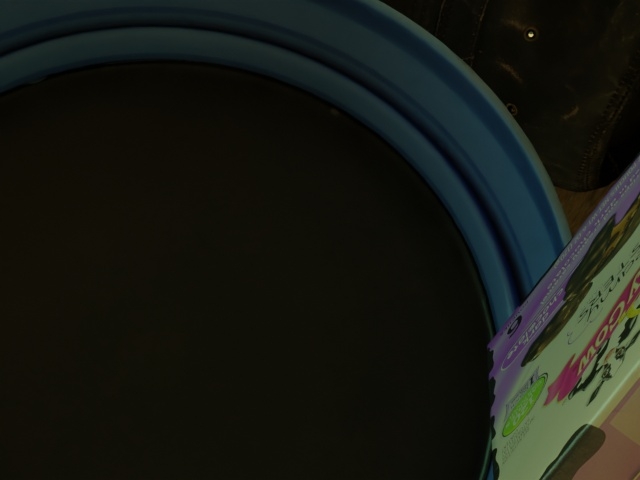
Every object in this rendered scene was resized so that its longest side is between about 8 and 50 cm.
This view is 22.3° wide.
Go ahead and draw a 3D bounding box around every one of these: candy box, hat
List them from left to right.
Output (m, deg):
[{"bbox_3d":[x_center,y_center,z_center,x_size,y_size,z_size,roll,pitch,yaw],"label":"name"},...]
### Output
[{"bbox_3d":[0.147,-0.125,0.918,0.331,0.134,0.331,-36,-39,-36],"label":"hat"},{"bbox_3d":[0.135,0.025,0.574,0.165,0.070,0.196,-54,4,15],"label":"candy box"}]

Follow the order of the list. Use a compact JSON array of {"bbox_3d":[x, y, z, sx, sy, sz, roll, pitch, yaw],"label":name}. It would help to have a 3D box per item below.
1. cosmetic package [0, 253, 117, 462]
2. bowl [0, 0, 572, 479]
[{"bbox_3d":[-0.070,0.143,0.881,0.138,0.224,0.225,-57,5,-19],"label":"cosmetic package"},{"bbox_3d":[-0.077,0.048,0.734,0.391,0.391,0.077,-57,-11,-21],"label":"bowl"}]
